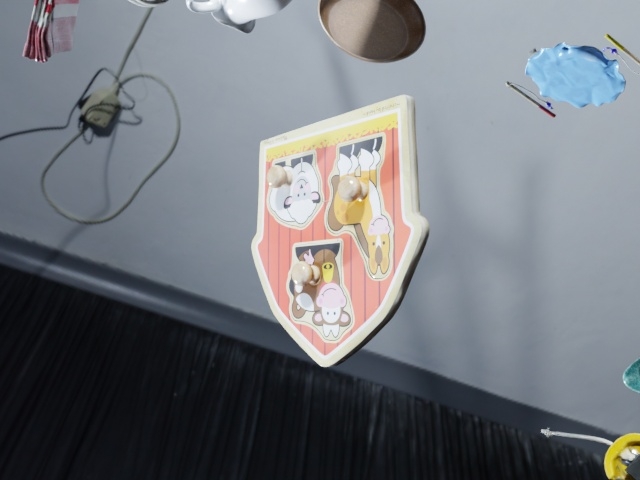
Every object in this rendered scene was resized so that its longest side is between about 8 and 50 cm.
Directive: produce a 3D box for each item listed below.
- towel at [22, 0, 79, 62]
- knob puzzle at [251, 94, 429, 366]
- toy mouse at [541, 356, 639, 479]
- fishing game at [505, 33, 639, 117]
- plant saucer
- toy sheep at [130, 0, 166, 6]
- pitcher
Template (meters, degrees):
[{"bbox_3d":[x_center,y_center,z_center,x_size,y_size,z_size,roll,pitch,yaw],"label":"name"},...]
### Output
[{"bbox_3d":[-0.380,-0.447,1.039,0.037,0.237,0.328,17,108,-15],"label":"towel"},{"bbox_3d":[0.000,0.000,0.517,0.030,0.213,0.213,5,136,-43],"label":"knob puzzle"},{"bbox_3d":[0.247,0.112,0.410,0.143,0.161,0.031,-55,139,0],"label":"toy mouse"},{"bbox_3d":[0.485,-0.320,1.278,0.189,0.041,0.264,28,162,-16],"label":"fishing game"},{"bbox_3d":[0.089,-0.388,1.194,0.199,0.198,0.036,16,153,-6],"label":"plant saucer"},{"bbox_3d":[-0.218,-0.332,0.830,0.091,0.132,0.091,-10,132,-11],"label":"toy sheep"},{"bbox_3d":[-0.148,-0.493,1.304,0.207,0.178,0.125,-20,82,50],"label":"pitcher"}]
